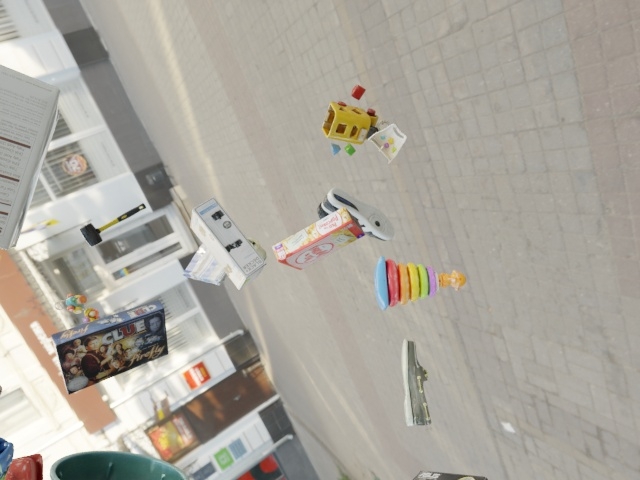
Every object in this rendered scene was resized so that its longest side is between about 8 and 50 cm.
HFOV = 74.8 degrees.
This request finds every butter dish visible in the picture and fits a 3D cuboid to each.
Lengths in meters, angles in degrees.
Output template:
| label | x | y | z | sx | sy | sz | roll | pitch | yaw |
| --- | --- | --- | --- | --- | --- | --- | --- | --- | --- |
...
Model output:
| label | x | y | z | sx | sy | sz | roll | pitch | yaw |
| --- | --- | --- | --- | --- | --- | --- | --- | --- | --- |
| butter dish | -0.917 | 0.714 | 1.237 | 0.160 | 0.159 | 0.118 | 63 | 143 | 34 |

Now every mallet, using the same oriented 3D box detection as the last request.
| label | x | y | z | sx | sy | sz | roll | pitch | yaw |
| --- | --- | --- | --- | --- | --- | --- | --- | --- | --- |
| mallet | -0.593 | -0.062 | 1.198 | 0.039 | 0.190 | 0.062 | -1 | 128 | 51 |

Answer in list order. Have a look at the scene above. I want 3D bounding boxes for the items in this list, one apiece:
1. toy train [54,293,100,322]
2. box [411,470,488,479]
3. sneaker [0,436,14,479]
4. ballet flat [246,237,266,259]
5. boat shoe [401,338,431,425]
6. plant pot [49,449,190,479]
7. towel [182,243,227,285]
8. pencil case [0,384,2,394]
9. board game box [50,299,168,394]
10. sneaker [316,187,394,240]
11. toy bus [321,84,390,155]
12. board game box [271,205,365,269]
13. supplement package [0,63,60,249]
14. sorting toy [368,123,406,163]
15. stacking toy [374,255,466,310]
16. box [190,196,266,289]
| label | x | y | z | sx | sy | sz | roll | pitch | yaw |
| --- | --- | --- | --- | --- | --- | --- | --- | --- | --- |
| toy train | -0.760 | 0.241 | 1.342 | 0.166 | 0.046 | 0.125 | 56 | -170 | -14 |
| box | 0.314 | 0.736 | 1.152 | 0.060 | 0.216 | 0.270 | 60 | 144 | 6 |
| sneaker | -0.549 | 0.399 | 0.673 | 0.091 | 0.126 | 0.240 | -93 | -14 | -72 |
| ballet flat | -0.306 | 0.027 | 1.828 | 0.248 | 0.086 | 0.086 | 26 | 140 | 59 |
| boat shoe | 0.352 | 0.521 | 1.550 | 0.109 | 0.091 | 0.306 | 73 | -164 | -70 |
| plant pot | -0.541 | 0.753 | 1.034 | 0.341 | 0.340 | 0.335 | 150 | 136 | -70 |
| towel | -0.466 | 0.084 | 1.811 | 0.284 | 0.209 | 0.034 | 5 | 148 | 41 |
| pencil case | -1.110 | 0.349 | 1.243 | 0.183 | 0.159 | 0.411 | 19 | 125 | 48 |
| board game box | -0.506 | 0.258 | 1.033 | 0.042 | 0.243 | 0.165 | 36 | 131 | 39 |
| sneaker | 0.091 | -0.052 | 1.170 | 0.216 | 0.079 | 0.121 | 33 | 139 | -10 |
| toy bus | 0.107 | -0.338 | 1.252 | 0.191 | 0.202 | 0.104 | 53 | -168 | -40 |
| board game box | 0.000 | 0.000 | 1.000 | 0.045 | 0.193 | 0.146 | 65 | -169 | 18 |
| supplement package | -0.362 | -0.089 | 0.449 | 0.105 | 0.105 | 0.180 | 2 | 76 | 57 |
| sorting toy | 0.180 | -0.255 | 1.074 | 0.083 | 0.045 | 0.075 | 49 | 124 | 4 |
| stacking toy | 0.335 | 0.138 | 1.410 | 0.166 | 0.301 | 0.176 | 70 | -164 | -76 |
| box | -0.318 | 0.014 | 1.426 | 0.290 | 0.087 | 0.169 | 52 | 152 | 3 |
